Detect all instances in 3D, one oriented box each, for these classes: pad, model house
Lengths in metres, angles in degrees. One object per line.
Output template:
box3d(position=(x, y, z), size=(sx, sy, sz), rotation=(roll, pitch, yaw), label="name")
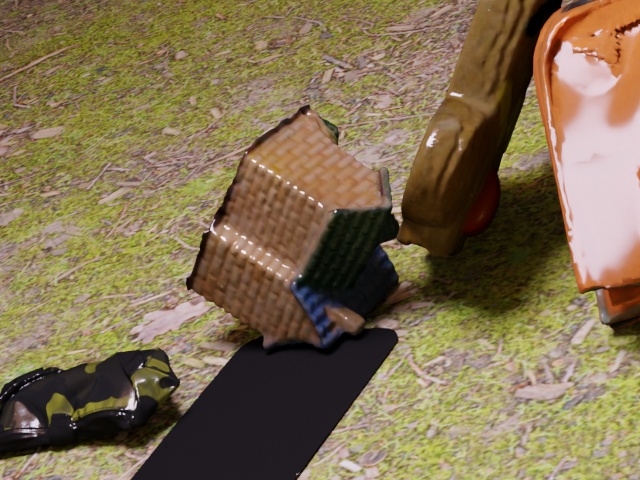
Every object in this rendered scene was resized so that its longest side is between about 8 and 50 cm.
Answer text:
box3d(position=(-0.051, 0.153, 1.749), size=(0.181, 0.004, 0.267), rotation=(-4, 29, 33), label="pad")
box3d(position=(0.000, 0.000, 1.838), size=(0.172, 0.183, 0.166), rotation=(36, 44, 18), label="model house")

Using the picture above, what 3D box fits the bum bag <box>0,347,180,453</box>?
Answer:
box3d(position=(-0.230, 0.150, 1.830), size=(0.233, 0.060, 0.106), rotation=(-11, 34, 26), label="bum bag")

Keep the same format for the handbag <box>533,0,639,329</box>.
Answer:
box3d(position=(0.399, -0.107, 1.637), size=(0.410, 0.116, 0.303), rotation=(-15, 60, 15), label="handbag")

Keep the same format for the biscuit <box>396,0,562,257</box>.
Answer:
box3d(position=(0.178, -0.168, 1.826), size=(0.076, 0.394, 0.368), rotation=(21, 0, 8), label="biscuit")
